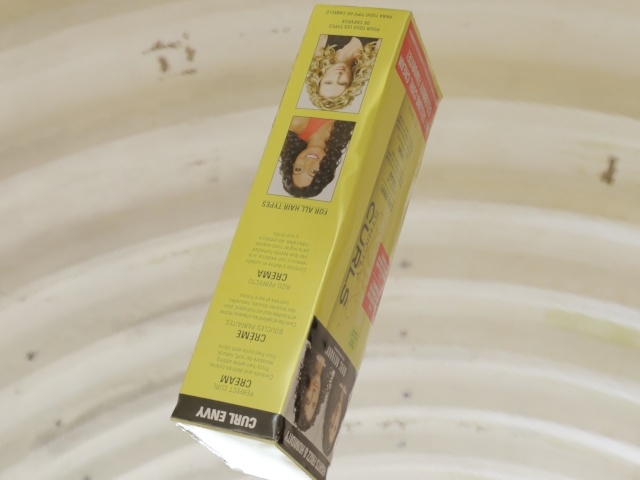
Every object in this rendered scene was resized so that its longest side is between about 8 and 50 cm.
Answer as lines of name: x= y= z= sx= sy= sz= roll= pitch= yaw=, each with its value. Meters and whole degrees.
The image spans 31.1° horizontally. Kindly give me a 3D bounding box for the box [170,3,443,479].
box: x=0.000 y=0.000 z=0.579 sx=0.087 sy=0.058 sz=0.232 roll=58 pitch=-136 yaw=-57
